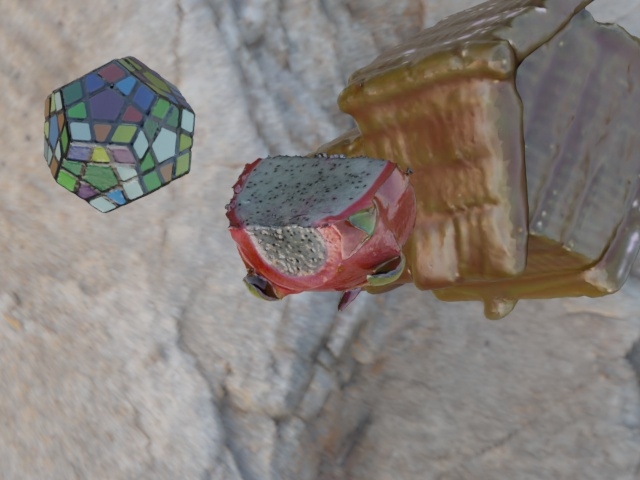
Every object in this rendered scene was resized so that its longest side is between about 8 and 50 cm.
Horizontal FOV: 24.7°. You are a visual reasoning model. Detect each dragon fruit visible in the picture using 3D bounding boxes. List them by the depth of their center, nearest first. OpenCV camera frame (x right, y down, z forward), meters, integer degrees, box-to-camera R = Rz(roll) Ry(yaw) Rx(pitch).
[{"bbox_3d":[0.000,0.000,0.619,0.056,0.083,0.060,-61,141,-39],"label":"dragon fruit"}]

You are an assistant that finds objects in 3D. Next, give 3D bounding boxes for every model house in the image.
[{"bbox_3d":[0.101,-0.067,0.950,0.229,0.199,0.219,26,74,-43],"label":"model house"}]

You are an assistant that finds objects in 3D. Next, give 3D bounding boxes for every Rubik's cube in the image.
[{"bbox_3d":[-0.167,-0.088,1.205,0.112,0.133,0.133,-1,92,-24],"label":"Rubik's cube"}]
